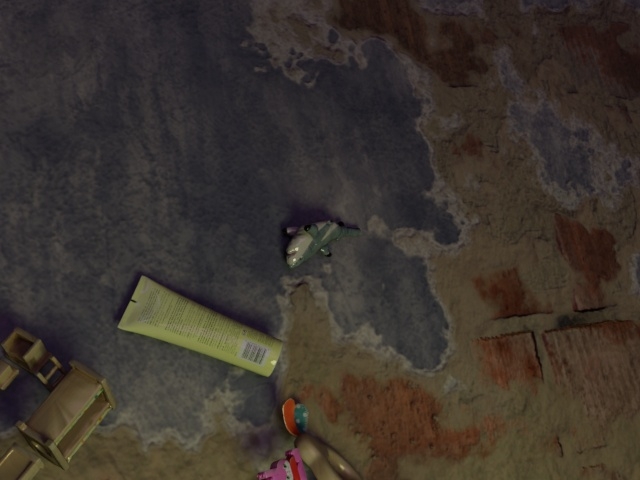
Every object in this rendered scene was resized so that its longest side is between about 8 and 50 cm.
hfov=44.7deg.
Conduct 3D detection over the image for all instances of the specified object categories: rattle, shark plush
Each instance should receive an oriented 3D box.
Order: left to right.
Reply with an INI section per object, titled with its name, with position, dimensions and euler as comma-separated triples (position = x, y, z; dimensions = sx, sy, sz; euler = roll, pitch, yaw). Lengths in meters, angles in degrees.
[rattle]
position = -0.023, 0.356, 1.164
dimensions = 0.200, 0.142, 0.130
euler = 43, 19, 3
[shark plush]
position = 0.000, 0.000, 1.342
dimensions = 0.161, 0.073, 0.067
euler = -15, 95, -50

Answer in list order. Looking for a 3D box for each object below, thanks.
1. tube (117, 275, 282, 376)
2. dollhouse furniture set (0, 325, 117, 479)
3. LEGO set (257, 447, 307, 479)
[tube]
position = -0.177, 0.136, 1.187
dimensions = 0.240, 0.062, 0.070
euler = 23, 18, -9
[dollhouse furniture set]
position = -0.397, 0.238, 1.039
dimensions = 0.161, 0.101, 0.182
euler = 26, 58, 16
[LEGO set]
position = -0.061, 0.421, 1.094
dimensions = 0.093, 0.087, 0.227
euler = -3, 69, -42
